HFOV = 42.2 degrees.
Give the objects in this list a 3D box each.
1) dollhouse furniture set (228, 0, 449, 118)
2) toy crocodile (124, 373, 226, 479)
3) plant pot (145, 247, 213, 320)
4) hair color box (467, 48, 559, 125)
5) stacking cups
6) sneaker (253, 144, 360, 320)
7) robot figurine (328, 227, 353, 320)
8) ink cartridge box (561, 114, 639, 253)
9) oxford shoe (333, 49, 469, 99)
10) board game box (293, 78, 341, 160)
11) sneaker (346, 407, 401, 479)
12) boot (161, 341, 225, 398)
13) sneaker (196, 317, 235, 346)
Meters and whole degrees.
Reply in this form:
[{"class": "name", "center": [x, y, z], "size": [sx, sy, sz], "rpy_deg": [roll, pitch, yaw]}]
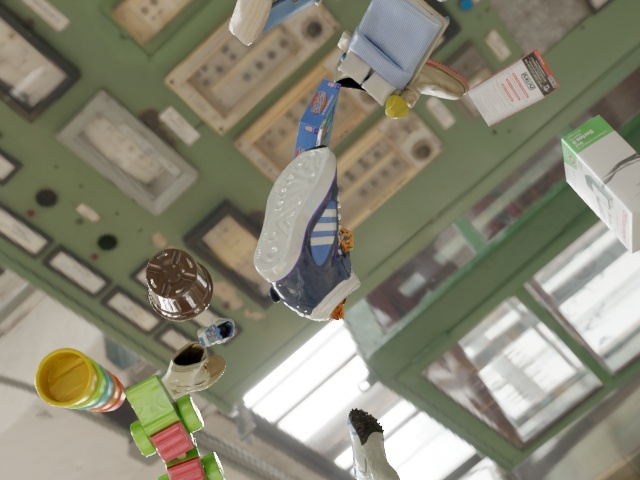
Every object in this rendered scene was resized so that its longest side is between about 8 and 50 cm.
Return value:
[{"class": "dollhouse furniture set", "center": [0.056, -0.352, 1.301], "size": [0.303, 0.286, 0.198], "rpy_deg": [43, -126, 7]}, {"class": "toy crocodile", "center": [-0.242, 0.380, 1.447], "size": [0.105, 0.115, 0.340], "rpy_deg": [-132, 21, -63]}, {"class": "plant pot", "center": [-0.359, 0.102, 2.058], "size": [0.167, 0.167, 0.165], "rpy_deg": [51, 169, 14]}, {"class": "hair color box", "center": [0.306, -0.242, 1.329], "size": [0.072, 0.043, 0.141], "rpy_deg": [57, 153, -5]}, {"class": "stacking cups", "center": [-0.406, 0.265, 1.466], "size": [0.096, 0.096, 0.316], "rpy_deg": [51, 169, 15]}, {"class": "sneaker", "center": [0.000, 0.000, 1.659], "size": [0.236, 0.130, 0.322], "rpy_deg": [46, -129, -39]}, {"class": "robot figurine", "center": [0.023, 0.075, 2.372], "size": [0.211, 0.085, 0.291], "rpy_deg": [24, -111, -47]}, {"class": "ink cartridge box", "center": [0.746, -0.140, 2.093], "size": [0.289, 0.121, 0.211], "rpy_deg": [59, -179, 36]}, {"class": "oxford shoe", "center": [0.202, -0.399, 2.125], "size": [0.348, 0.130, 0.123], "rpy_deg": [16, 161, 17]}, {"class": "board game box", "center": [-0.013, -0.232, 1.870], "size": [0.047, 0.210, 0.160], "rpy_deg": [19, -130, 7]}, {"class": "sneaker", "center": [0.091, 0.422, 1.623], "size": [0.085, 0.086, 0.237], "rpy_deg": [19, -154, -24]}, {"class": "boot", "center": [-0.315, 0.320, 2.148], "size": [0.213, 0.165, 0.077], "rpy_deg": [-19, -120, -41]}, {"class": "sneaker", "center": [-0.200, 0.188, 1.717], "size": [0.052, 0.058, 0.135], "rpy_deg": [70, -161, -3]}]
